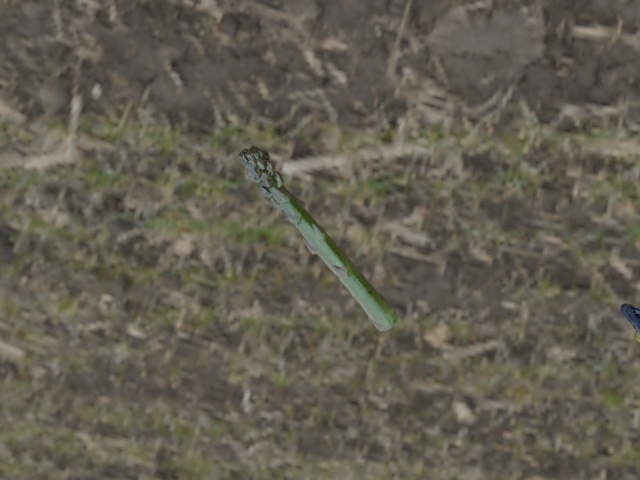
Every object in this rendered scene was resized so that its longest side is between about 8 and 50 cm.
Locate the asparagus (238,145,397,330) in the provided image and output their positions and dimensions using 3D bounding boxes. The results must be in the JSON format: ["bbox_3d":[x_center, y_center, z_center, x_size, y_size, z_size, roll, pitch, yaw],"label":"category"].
[{"bbox_3d":[0.000,0.000,1.068,0.025,0.024,0.248,-11,144,23],"label":"asparagus"}]

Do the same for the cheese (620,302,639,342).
[{"bbox_3d":[0.302,0.130,1.098,0.177,0.270,0.069,28,107,-25],"label":"cheese"}]
